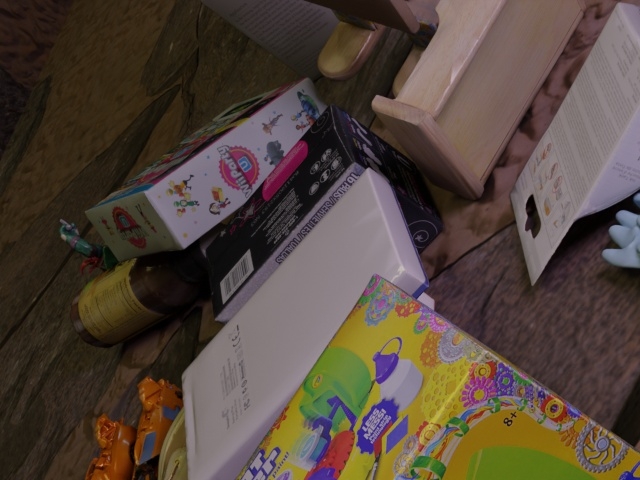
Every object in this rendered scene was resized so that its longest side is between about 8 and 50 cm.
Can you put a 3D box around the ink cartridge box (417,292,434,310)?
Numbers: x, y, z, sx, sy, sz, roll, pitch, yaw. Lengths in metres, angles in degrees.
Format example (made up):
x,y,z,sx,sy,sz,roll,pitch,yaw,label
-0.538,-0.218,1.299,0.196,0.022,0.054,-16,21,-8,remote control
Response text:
x,y,z,sx,sy,sz,roll,pitch,yaw,label
0.014,0.147,1.320,0.218,0.092,0.159,-37,30,32,ink cartridge box

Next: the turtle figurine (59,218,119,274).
x,y,z,sx,sy,sz,roll,pitch,yaw,label
-0.328,0.007,2.105,0.175,0.118,0.234,-19,18,-19,turtle figurine

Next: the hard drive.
x,y,z,sx,sy,sz,roll,pitch,yaw,label
-0.027,0.094,1.299,0.319,0.040,0.210,-48,26,18,hard drive

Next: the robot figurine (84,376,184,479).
x,y,z,sx,sy,sz,roll,pitch,yaw,label
-0.240,0.320,1.578,0.211,0.085,0.291,-41,28,32,robot figurine

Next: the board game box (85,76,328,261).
x,y,z,sx,sy,sz,roll,pitch,yaw,label
-0.151,-0.098,1.786,0.303,0.097,0.224,-40,15,-28,board game box

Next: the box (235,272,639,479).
x,y,z,sx,sy,sz,roll,pitch,yaw,label
0.087,0.229,0.857,0.290,0.279,0.177,-56,24,1,box

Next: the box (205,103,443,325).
x,y,z,sx,sy,sz,roll,pitch,yaw,label
0.000,0.000,1.470,0.247,0.142,0.163,-49,26,18,box

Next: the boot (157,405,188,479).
x,y,z,sx,sy,sz,roll,pitch,yaw,label
-0.108,0.278,1.375,0.203,0.095,0.262,-16,47,56,boot

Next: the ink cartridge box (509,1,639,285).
x,y,z,sx,sy,sz,roll,pitch,yaw,label
0.264,-0.088,1.207,0.189,0.066,0.232,-88,17,-59,ink cartridge box

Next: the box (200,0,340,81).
x,y,z,sx,sy,sz,roll,pitch,yaw,label
-0.070,-0.437,1.893,0.168,0.345,0.215,-27,36,46,box

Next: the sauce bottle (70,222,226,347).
x,y,z,sx,sy,sz,roll,pitch,yaw,label
-0.242,0.063,1.880,0.344,0.111,0.111,-28,36,44,sauce bottle

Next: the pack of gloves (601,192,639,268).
x,y,z,sx,sy,sz,roll,pitch,yaw,label
0.334,-0.039,1.044,0.195,0.046,0.232,-55,14,0,pack of gloves

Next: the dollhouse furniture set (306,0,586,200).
x,y,z,sx,sy,sz,roll,pitch,yaw,label
0.054,-0.248,1.446,0.394,0.362,0.256,24,78,35,dollhouse furniture set
